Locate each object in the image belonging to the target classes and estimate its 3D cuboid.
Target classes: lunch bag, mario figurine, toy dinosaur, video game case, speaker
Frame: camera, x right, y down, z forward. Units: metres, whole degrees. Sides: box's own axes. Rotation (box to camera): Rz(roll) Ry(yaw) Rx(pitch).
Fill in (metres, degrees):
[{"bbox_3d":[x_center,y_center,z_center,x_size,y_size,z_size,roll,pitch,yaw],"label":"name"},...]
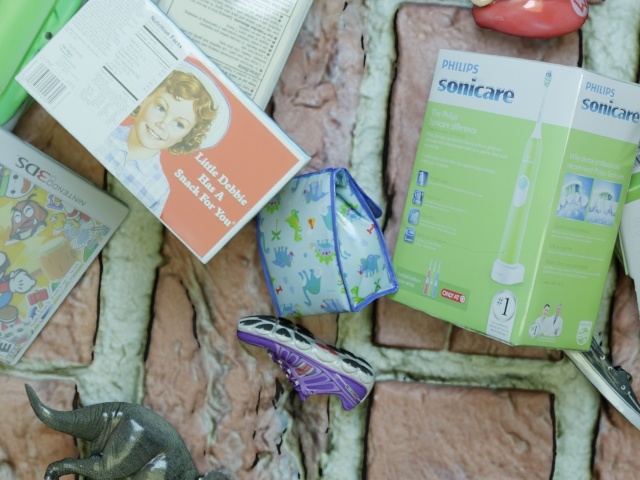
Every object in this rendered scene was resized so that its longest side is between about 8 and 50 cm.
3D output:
[{"bbox_3d":[0.000,0.000,1.508,0.096,0.129,0.151,-27,102,-43],"label":"lunch bag"},{"bbox_3d":[0.193,-0.363,1.466,0.198,0.170,0.320,-34,94,0],"label":"mario figurine"},{"bbox_3d":[-0.205,0.260,1.560,0.160,0.121,0.313,-41,91,-9],"label":"toy dinosaur"},{"bbox_3d":[-0.349,0.007,1.504,0.206,0.026,0.227,34,96,-39],"label":"video game case"},{"bbox_3d":[-0.335,-0.235,1.486,0.131,0.131,0.296,31,94,-4],"label":"speaker"}]

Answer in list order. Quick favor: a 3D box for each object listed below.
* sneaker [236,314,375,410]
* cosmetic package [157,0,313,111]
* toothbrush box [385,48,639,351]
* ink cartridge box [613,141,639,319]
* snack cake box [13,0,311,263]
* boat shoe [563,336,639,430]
[{"bbox_3d":[-0.023,0.141,1.562,0.170,0.068,0.071,29,100,-5],"label":"sneaker"},{"bbox_3d":[-0.109,-0.212,1.492,0.153,0.129,0.296,25,94,-5],"label":"cosmetic package"},{"bbox_3d":[0.204,-0.046,1.465,0.122,0.206,0.283,6,97,-40],"label":"toothbrush box"},{"bbox_3d":[0.414,-0.014,1.550,0.188,0.097,0.255,-20,130,0],"label":"ink cartridge box"},{"bbox_3d":[-0.155,-0.122,1.390,0.152,0.089,0.264,-45,95,1],"label":"snack cake box"},{"bbox_3d":[0.332,0.158,1.580,0.040,0.049,0.142,-43,93,2],"label":"boat shoe"}]
